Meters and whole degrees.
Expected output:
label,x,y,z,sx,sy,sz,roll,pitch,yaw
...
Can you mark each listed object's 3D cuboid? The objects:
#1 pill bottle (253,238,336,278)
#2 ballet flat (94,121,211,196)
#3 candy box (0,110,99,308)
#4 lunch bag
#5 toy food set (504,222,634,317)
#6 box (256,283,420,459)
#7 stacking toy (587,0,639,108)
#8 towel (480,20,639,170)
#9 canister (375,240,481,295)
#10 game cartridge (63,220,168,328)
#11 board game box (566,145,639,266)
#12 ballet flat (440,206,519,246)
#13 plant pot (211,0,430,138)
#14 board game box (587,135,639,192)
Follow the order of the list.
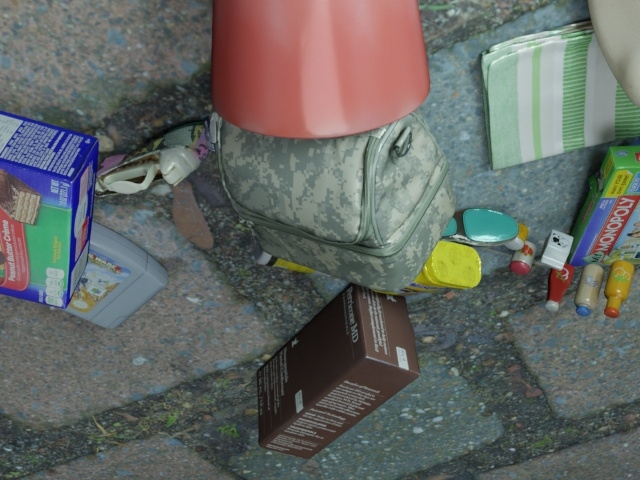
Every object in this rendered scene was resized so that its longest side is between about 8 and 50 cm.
label,x,y,z,sx,sy,sz,roll,pitch,yaw
pill bottle,0.000,0.000,1.263,0.208,0.119,0.119,11,134,-18
ballet flat,-0.258,-0.112,1.144,0.221,0.079,0.077,-17,135,11
candy box,-0.509,-0.060,1.095,0.317,0.122,0.268,15,130,-5
lunch bag,0.010,-0.099,1.027,0.305,0.212,0.256,19,150,32
toy food set,0.428,0.063,1.333,0.232,0.104,0.111,22,153,7
box,0.022,0.271,1.503,0.143,0.191,0.381,24,129,-28
stacking toy,0.605,-0.353,0.889,0.480,0.350,0.351,-24,137,-9
towel,0.413,-0.229,1.125,0.324,0.038,0.248,-13,137,7
canister,0.180,0.054,1.321,0.126,0.073,0.170,11,164,-37
game cartridge,-0.433,0.047,1.316,0.297,0.062,0.198,31,130,-33
board game box,0.562,-0.052,1.265,0.213,0.046,0.317,-3,150,3
ballet flat,0.243,-0.020,1.321,0.213,0.072,0.068,0,164,-5
plant pot,-0.006,-0.286,0.870,0.275,0.275,0.243,-5,123,-1
board game box,0.579,-0.105,1.254,0.201,0.035,0.136,10,148,-18
